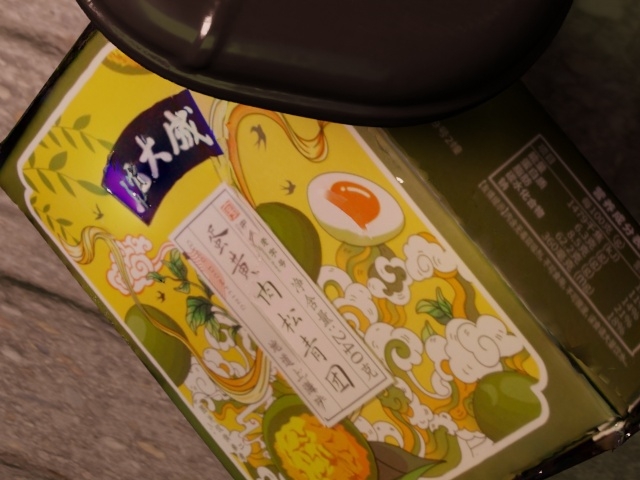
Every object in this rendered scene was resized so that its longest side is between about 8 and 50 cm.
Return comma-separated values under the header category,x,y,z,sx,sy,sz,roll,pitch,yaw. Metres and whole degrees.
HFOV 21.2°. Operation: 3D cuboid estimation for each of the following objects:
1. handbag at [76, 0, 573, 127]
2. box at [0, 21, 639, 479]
category,x,y,z,sx,sy,sz,roll,pitch,yaw
handbag,0.001,-0.195,0.940,0.308,0.254,0.093,11,172,-7
box,0.000,0.000,1.157,0.420,0.138,0.373,52,142,1
